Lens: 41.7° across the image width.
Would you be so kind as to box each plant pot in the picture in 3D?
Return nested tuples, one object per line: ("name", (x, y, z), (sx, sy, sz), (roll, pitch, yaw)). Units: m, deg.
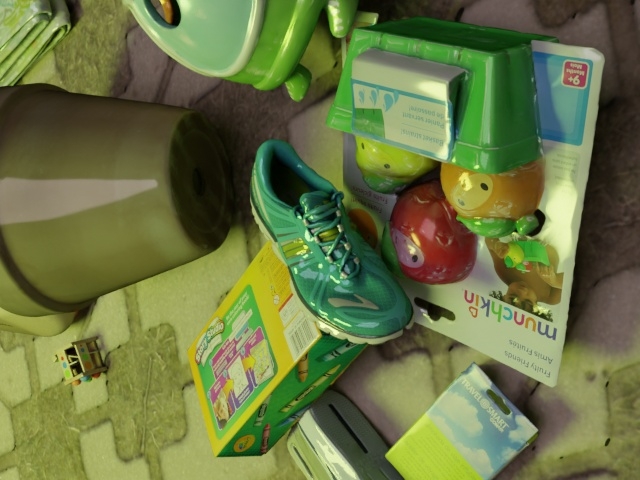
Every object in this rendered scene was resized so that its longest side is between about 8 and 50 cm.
("plant pot", (-0.282, -0.067, 1.131), (0.280, 0.323, 0.323), (-6, 92, 19))

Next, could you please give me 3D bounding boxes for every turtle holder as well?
("turtle holder", (-0.083, -0.305, 0.903), (0.320, 0.227, 0.243), (167, 113, -70))

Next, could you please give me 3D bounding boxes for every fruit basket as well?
("fruit basket", (0.126, -0.051, 0.899), (0.327, 0.165, 0.353), (25, 119, 42))

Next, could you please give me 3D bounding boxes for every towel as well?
("towel", (-0.580, -0.428, 1.409), (0.320, 0.090, 0.374), (-31, 77, 30))

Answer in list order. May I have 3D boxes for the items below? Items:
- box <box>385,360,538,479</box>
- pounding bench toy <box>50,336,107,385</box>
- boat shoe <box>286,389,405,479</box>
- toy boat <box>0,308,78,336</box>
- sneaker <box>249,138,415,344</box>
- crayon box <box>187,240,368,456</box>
("box", (0.168, 0.233, 0.981), (0.109, 0.042, 0.178), (47, 118, 21))
("pounding bench toy", (-0.398, 0.204, 1.367), (0.083, 0.052, 0.065), (-27, 80, 34))
("boat shoe", (0.064, 0.323, 1.041), (0.302, 0.109, 0.094), (54, 134, 30))
("toy boat", (-0.492, 0.069, 1.384), (0.231, 0.151, 0.151), (2, 67, 35))
("sneaker", (0.000, 0.000, 0.919), (0.275, 0.107, 0.110), (50, 157, 28))
("crayon box", (-0.062, 0.132, 1.057), (0.278, 0.081, 0.165), (-52, 45, 35))
